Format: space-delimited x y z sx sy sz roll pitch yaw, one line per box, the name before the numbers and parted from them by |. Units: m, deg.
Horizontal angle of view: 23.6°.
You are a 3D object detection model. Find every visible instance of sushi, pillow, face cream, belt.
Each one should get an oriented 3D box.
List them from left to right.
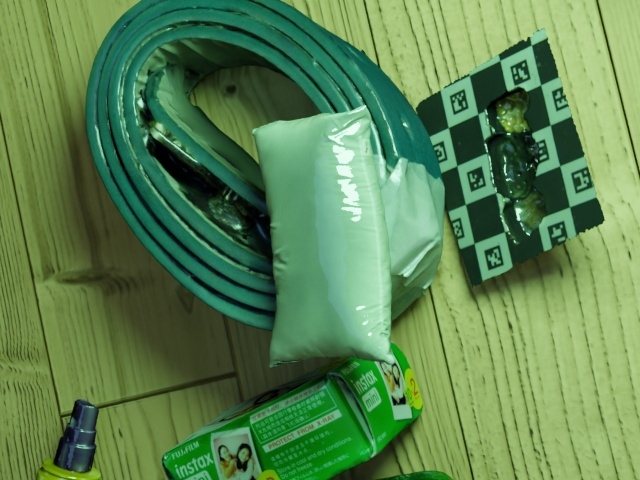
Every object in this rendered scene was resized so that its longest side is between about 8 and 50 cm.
face cream | -0.305 0.321 1.810 0.078 0.078 0.273 17 96 23
belt | -0.057 -0.089 1.650 0.436 0.173 0.300 44 103 18
pillow | -0.001 0.001 1.493 0.144 0.078 0.254 -9 83 29
sushi | 0.208 -0.082 1.596 0.192 0.050 0.215 -29 69 43

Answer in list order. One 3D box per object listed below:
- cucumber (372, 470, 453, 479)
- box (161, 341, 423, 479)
cucumber | 0.018 0.306 1.680 0.284 0.056 0.056 -23 80 19
box | -0.027 0.205 1.633 0.250 0.180 0.103 -29 89 23
